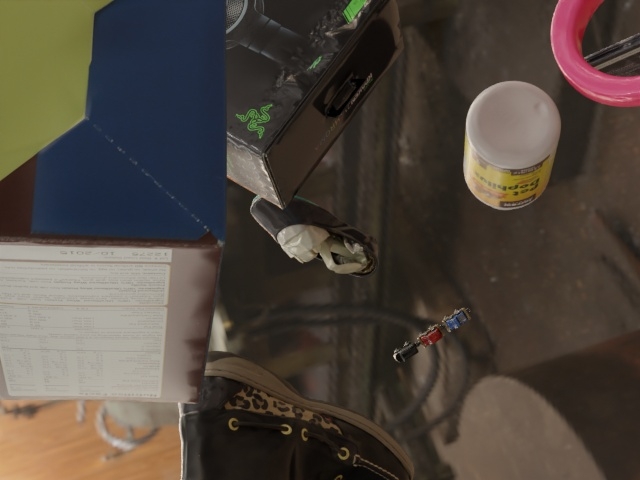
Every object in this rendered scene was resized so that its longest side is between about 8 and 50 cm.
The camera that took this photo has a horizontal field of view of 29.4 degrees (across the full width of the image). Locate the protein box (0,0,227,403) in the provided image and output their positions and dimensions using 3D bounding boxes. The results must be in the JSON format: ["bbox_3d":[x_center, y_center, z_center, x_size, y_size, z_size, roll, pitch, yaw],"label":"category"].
[{"bbox_3d":[-0.125,-0.038,0.675,0.201,0.135,0.200,107,163,-60],"label":"protein box"}]

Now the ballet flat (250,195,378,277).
[{"bbox_3d":[0.000,0.000,1.515,0.074,0.203,0.074,-23,56,39],"label":"ballet flat"}]

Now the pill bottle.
[{"bbox_3d":[0.246,-0.114,1.589,0.215,0.117,0.117,72,176,-71],"label":"pill bottle"}]

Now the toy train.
[{"bbox_3d":[0.197,0.166,2.145,0.027,0.158,0.036,55,-175,-9],"label":"toy train"}]

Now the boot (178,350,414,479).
[{"bbox_3d":[-0.040,0.335,1.548,0.138,0.377,0.284,-31,37,36],"label":"boot"}]

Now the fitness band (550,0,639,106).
[{"bbox_3d":[0.380,-0.254,1.275,0.054,0.290,0.209,40,-162,-53],"label":"fitness band"}]

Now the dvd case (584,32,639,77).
[{"bbox_3d":[0.468,-0.237,1.580,0.164,0.221,0.018,-22,69,43],"label":"dvd case"}]

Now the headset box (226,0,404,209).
[{"bbox_3d":[-0.077,-0.207,1.341,0.283,0.246,0.131,31,163,21],"label":"headset box"}]
